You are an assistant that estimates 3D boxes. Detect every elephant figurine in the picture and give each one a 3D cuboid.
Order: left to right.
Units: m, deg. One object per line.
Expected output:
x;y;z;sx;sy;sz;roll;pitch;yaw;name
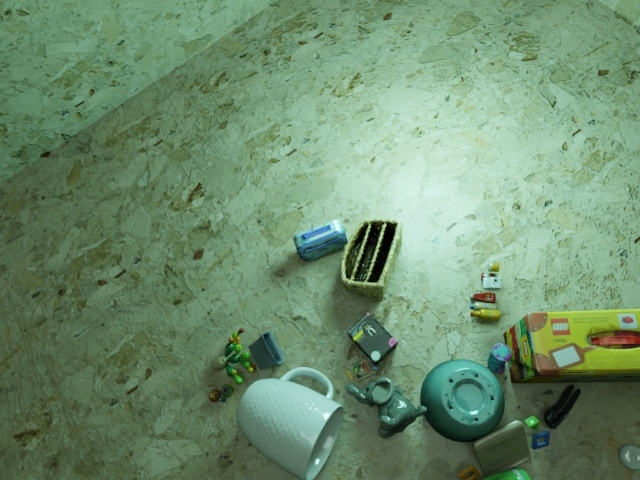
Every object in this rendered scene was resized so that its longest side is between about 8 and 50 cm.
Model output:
0.232;0.582;1.711;0.186;0.169;0.239;-7;47;-25;elephant figurine

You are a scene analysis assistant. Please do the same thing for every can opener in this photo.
0.864;0.592;1.652;0.186;0.073;0.059;-37;60;-16;can opener

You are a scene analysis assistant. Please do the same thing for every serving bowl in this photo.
1.064;0.737;1.579;0.083;0.027;0.083;-3;68;8;serving bowl

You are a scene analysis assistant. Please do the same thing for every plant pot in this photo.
0.505;0.551;1.627;0.293;0.235;0.293;-3;68;7;plant pot

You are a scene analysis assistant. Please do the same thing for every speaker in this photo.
0.565;0.871;1.552;0.296;0.131;0.131;-22;67;0;speaker

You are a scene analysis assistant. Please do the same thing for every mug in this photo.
-0.099;0.623;1.699;0.328;0.276;0.374;20;43;23;mug

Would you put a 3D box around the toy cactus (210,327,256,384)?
-0.357;0.478;1.876;0.180;0.112;0.219;-22;68;20;toy cactus

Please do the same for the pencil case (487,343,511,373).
0.652;0.432;1.695;0.064;0.152;0.070;-32;58;-8;pencil case

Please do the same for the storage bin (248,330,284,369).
-0.219;0.444;1.860;0.091;0.098;0.135;-32;80;16;storage bin

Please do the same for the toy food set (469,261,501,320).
0.636;0.198;1.809;0.104;0.111;0.232;4;72;10;toy food set

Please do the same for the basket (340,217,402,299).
0.194;0.058;1.874;0.213;0.223;0.299;17;73;15;basket

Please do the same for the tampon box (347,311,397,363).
0.202;0.383;1.810;0.120;0.101;0.161;-43;69;-8;tampon box

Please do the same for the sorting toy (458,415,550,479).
0.621;0.716;1.601;0.347;0.196;0.047;-26;26;-2;sorting toy

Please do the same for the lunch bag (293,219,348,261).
0.000;0.000;1.951;0.219;0.176;0.090;-21;67;-1;lunch bag

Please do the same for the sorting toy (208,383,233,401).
-0.399;0.611;1.847;0.102;0.042;0.061;-24;67;-1;sorting toy

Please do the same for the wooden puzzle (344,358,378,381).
0.159;0.508;1.816;0.116;0.014;0.079;-32;68;-5;wooden puzzle

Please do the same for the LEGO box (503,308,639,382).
0.922;0.365;1.561;0.500;0.372;0.193;-3;68;7;LEGO box
